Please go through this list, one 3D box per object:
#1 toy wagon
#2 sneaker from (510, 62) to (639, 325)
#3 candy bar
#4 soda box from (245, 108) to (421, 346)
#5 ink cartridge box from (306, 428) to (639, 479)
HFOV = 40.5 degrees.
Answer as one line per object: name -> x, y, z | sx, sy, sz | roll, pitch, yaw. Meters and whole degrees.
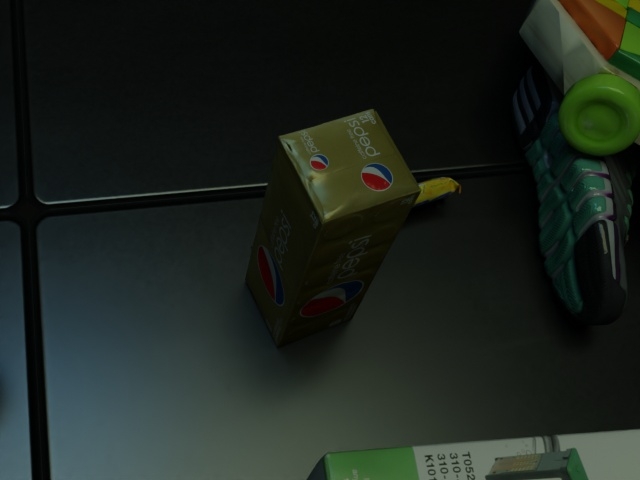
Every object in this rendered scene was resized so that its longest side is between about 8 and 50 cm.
toy wagon -> 0.322, -0.114, 0.676 | 0.345, 0.068, 0.267 | 29, 45, 0
sneaker -> 0.216, -0.042, 0.653 | 0.098, 0.083, 0.223 | 3, 60, -14
candy bar -> 0.029, -0.021, 0.631 | 0.162, 0.040, 0.018 | -16, 94, -18
soda box -> 0.000, 0.000, 0.532 | 0.061, 0.181, 0.058 | -19, 67, -20
ink cartridge box -> 0.112, 0.198, 0.494 | 0.220, 0.092, 0.160 | -3, 63, -11
